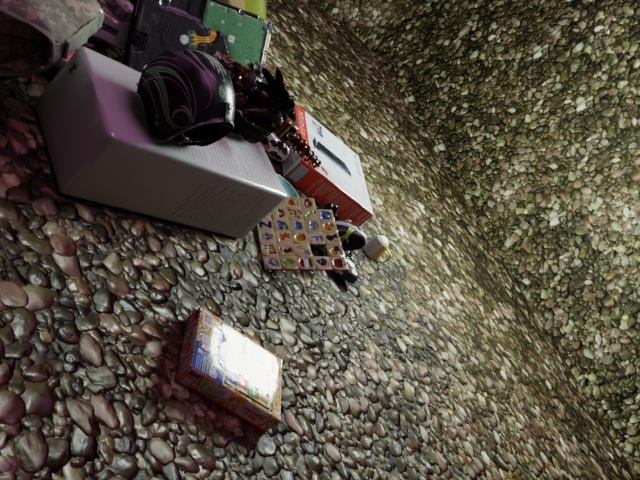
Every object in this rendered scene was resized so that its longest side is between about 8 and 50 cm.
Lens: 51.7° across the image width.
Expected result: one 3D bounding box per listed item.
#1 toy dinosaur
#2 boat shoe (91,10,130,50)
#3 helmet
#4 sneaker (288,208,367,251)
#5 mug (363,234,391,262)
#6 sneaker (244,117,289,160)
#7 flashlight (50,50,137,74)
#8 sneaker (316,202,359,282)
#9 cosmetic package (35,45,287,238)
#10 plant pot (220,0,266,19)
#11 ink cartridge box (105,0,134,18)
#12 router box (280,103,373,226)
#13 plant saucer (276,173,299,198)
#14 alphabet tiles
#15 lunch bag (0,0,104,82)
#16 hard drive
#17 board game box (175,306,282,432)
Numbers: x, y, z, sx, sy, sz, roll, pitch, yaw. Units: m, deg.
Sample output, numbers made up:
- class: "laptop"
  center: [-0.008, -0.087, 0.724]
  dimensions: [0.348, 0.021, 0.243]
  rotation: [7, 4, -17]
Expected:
- class: "toy dinosaur"
  center: [-0.117, -0.291, 1.437]
  dimensions: [0.321, 0.164, 0.218]
  rotation: [24, 9, -5]
- class: "boat shoe"
  center: [-0.517, -0.499, 1.531]
  dimensions: [0.219, 0.078, 0.070]
  rotation: [29, -3, -33]
- class: "helmet"
  center: [-0.236, -0.255, 1.160]
  dimensions: [0.169, 0.169, 0.162]
  rotation: [-7, 78, -63]
- class: "sneaker"
  center: [0.000, 0.000, 1.635]
  dimensions: [0.234, 0.084, 0.097]
  rotation: [13, 45, -6]
- class: "mug"
  center: [0.175, 0.020, 1.977]
  dimensions: [0.078, 0.064, 0.062]
  rotation: [35, 27, -31]
- class: "sneaker"
  center: [-0.159, -0.292, 1.875]
  dimensions: [0.170, 0.068, 0.071]
  rotation: [49, 4, -13]
- class: "flashlight"
  center: [-0.503, -0.374, 1.320]
  dimensions: [0.304, 0.103, 0.103]
  rotation: [35, 29, -33]
- class: "sneaker"
  center: [0.049, -0.003, 1.738]
  dimensions: [0.078, 0.106, 0.234]
  rotation: [8, 47, -56]
- class: "cosmetic package"
  center: [-0.297, -0.171, 1.308]
  dimensions: [0.453, 0.161, 0.230]
  rotation: [17, 39, -52]
- class: "plant pot"
  center: [-0.299, -0.643, 1.831]
  dimensions: [0.366, 0.366, 0.353]
  rotation: [15, 54, -53]
- class: "ink cartridge box"
  center: [-0.537, -0.633, 1.730]
  dimensions: [0.115, 0.029, 0.063]
  rotation: [51, 24, 1]
- class: "router box"
  center: [0.011, -0.231, 2.036]
  dimensions: [0.301, 0.082, 0.335]
  rotation: [35, 28, -30]
- class: "plant saucer"
  center: [-0.103, -0.127, 1.759]
  dimensions: [0.119, 0.021, 0.119]
  rotation: [40, 25, -23]
- class: "alphabet tiles"
  center: [-0.052, -0.020, 1.569]
  dimensions: [0.198, 0.009, 0.237]
  rotation: [1, 46, -17]
- class: "lunch bag"
  center: [-0.527, -0.365, 1.089]
  dimensions: [0.286, 0.169, 0.235]
  rotation: [16, 31, -6]
- class: "hard drive"
  center: [-0.292, -0.468, 1.598]
  dimensions: [0.338, 0.237, 0.064]
  rotation: [9, 5, -34]
- class: "board game box"
  center: [-0.150, 0.221, 1.136]
  dimensions: [0.193, 0.045, 0.147]
  rotation: [38, 26, -25]
